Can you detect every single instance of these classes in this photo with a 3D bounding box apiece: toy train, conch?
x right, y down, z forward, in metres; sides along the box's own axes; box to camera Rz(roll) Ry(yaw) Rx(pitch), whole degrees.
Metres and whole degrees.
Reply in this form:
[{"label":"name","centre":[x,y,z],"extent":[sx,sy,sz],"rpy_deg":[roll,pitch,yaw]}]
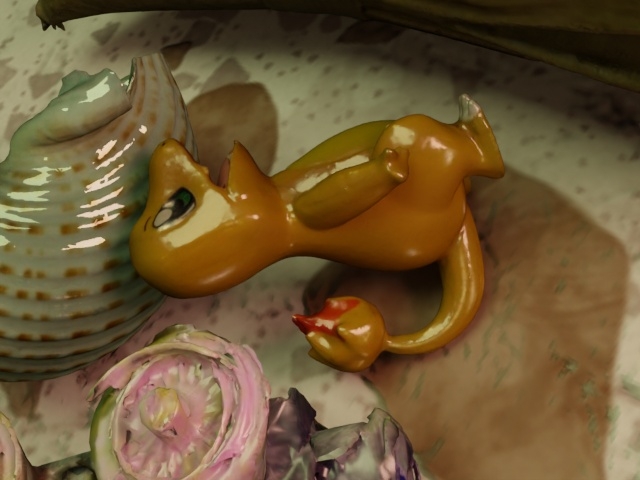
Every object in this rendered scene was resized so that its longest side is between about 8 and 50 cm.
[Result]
[{"label":"toy train","centre":[-0.084,0.149,0.477],"extent":[0.261,0.134,0.177],"rpy_deg":[-18,53,16]},{"label":"conch","centre":[-0.131,-0.003,0.600],"extent":[0.200,0.131,0.172],"rpy_deg":[-24,7,36]}]

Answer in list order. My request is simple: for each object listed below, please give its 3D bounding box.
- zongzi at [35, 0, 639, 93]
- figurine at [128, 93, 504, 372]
[{"label":"zongzi","centre":[0.078,-0.107,0.570],"extent":[0.467,0.218,0.500],"rpy_deg":[-43,54,24]},{"label":"figurine","centre":[-0.001,0.004,0.547],"extent":[0.176,0.121,0.122],"rpy_deg":[-8,88,-8]}]
